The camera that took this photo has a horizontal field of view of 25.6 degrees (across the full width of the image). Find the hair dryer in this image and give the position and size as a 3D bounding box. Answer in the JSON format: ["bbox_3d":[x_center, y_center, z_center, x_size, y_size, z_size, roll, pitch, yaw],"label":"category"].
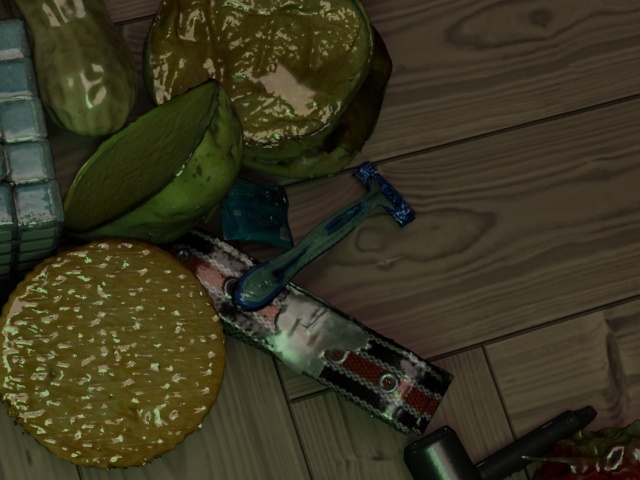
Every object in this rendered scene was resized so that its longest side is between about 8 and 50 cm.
[{"bbox_3d":[0.220,0.237,1.642,0.248,0.070,0.114,-27,82,-21],"label":"hair dryer"}]

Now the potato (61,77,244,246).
[{"bbox_3d":[-0.173,-0.057,1.556,0.111,0.272,0.160,37,45,-31],"label":"potato"}]

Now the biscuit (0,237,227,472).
[{"bbox_3d":[-0.221,0.120,1.499,0.254,0.035,0.254,0,90,-21],"label":"biscuit"}]

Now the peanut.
[{"bbox_3d":[-0.295,-0.248,1.628,0.120,0.136,0.298,-19,74,-11],"label":"peanut"}]

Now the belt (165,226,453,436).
[{"bbox_3d":[-0.023,0.102,1.595,0.359,0.126,0.094,29,83,2],"label":"belt"}]

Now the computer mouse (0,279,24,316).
[{"bbox_3d":[-0.284,0.115,1.550,0.233,0.096,0.137,2,75,-13],"label":"computer mouse"}]

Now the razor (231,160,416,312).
[{"bbox_3d":[0.007,-0.007,1.591,0.093,0.056,0.324,48,42,5],"label":"razor"}]

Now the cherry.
[{"bbox_3d":[0.332,0.331,1.578,0.192,0.175,0.249,-16,79,-23],"label":"cherry"}]

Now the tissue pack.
[{"bbox_3d":[-0.071,-0.035,1.629,0.138,0.028,0.085,9,67,-54],"label":"tissue pack"}]

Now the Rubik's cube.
[{"bbox_3d":[-0.412,-0.078,1.502,0.237,0.238,0.237,-10,76,-15],"label":"Rubik's cube"}]

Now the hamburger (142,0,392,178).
[{"bbox_3d":[-0.061,-0.204,1.669,0.285,0.134,0.265,19,74,1],"label":"hamburger"}]
